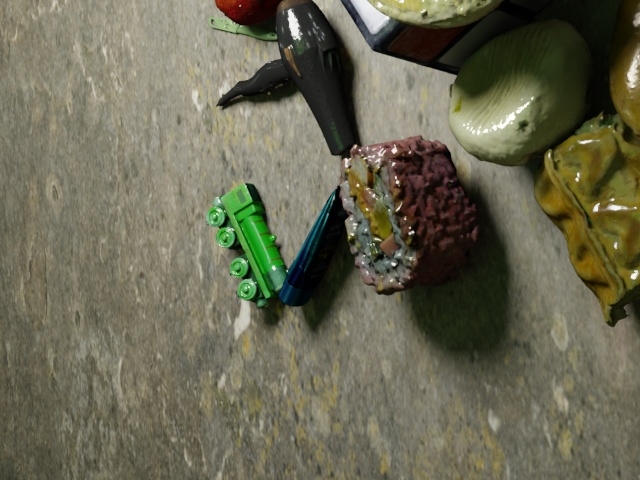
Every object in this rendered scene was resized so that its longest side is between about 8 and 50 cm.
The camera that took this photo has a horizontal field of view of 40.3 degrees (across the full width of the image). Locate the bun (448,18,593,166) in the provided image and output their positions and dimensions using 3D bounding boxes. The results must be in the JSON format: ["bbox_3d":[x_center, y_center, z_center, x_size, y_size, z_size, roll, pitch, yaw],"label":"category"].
[{"bbox_3d":[0.320,-0.219,1.347,0.259,0.160,0.259,-37,35,32],"label":"bun"}]

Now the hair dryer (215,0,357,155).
[{"bbox_3d":[-0.082,-0.288,1.722,0.359,0.120,0.304,-14,98,46],"label":"hair dryer"}]

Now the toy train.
[{"bbox_3d":[-0.140,0.011,1.766,0.119,0.085,0.251,-30,78,17],"label":"toy train"}]

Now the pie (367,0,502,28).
[{"bbox_3d":[0.145,-0.439,1.153,0.337,0.075,0.338,2,93,35],"label":"pie"}]

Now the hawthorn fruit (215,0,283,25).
[{"bbox_3d":[-0.141,-0.489,1.710,0.172,0.148,0.148,-43,67,46],"label":"hawthorn fruit"}]

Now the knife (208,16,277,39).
[{"bbox_3d":[-0.160,-0.439,1.799,0.207,0.014,0.030,20,105,35],"label":"knife"}]

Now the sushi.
[{"bbox_3d":[0.144,-0.048,1.490,0.236,0.170,0.270,-31,73,61],"label":"sushi"}]

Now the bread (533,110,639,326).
[{"bbox_3d":[0.440,-0.041,1.266,0.238,0.196,0.252,-41,65,27],"label":"bread"}]

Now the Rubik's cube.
[{"bbox_3d":[0.193,-0.482,1.355,0.313,0.316,0.319,-40,68,30],"label":"Rubik's cube"}]

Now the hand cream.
[{"bbox_3d":[0.000,0.000,1.643,0.061,0.120,0.271,33,115,18],"label":"hand cream"}]

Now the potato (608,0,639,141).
[{"bbox_3d":[0.509,-0.291,1.183,0.369,0.195,0.176,-62,18,-11],"label":"potato"}]
